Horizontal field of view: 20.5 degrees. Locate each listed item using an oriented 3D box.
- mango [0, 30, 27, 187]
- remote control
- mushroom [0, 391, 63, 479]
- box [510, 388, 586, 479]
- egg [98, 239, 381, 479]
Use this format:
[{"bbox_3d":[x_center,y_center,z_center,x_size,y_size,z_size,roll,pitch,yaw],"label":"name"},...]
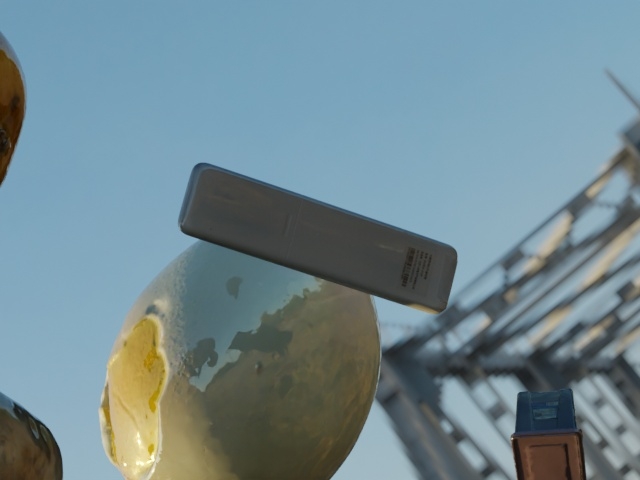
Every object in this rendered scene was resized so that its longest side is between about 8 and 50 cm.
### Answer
[{"bbox_3d":[-0.366,-0.079,1.409,0.290,0.191,0.160,-19,8,12],"label":"mango"},{"bbox_3d":[0.000,0.000,1.567,0.029,0.261,0.067,162,125,-69],"label":"remote control"},{"bbox_3d":[-0.386,0.147,1.537,0.362,0.362,0.294,71,-141,-74],"label":"mushroom"},{"bbox_3d":[0.194,0.174,1.499,0.060,0.063,0.084,-6,-53,9],"label":"box"},{"bbox_3d":[-0.075,0.133,1.888,0.345,0.283,0.283,-62,-16,-2],"label":"egg"}]
